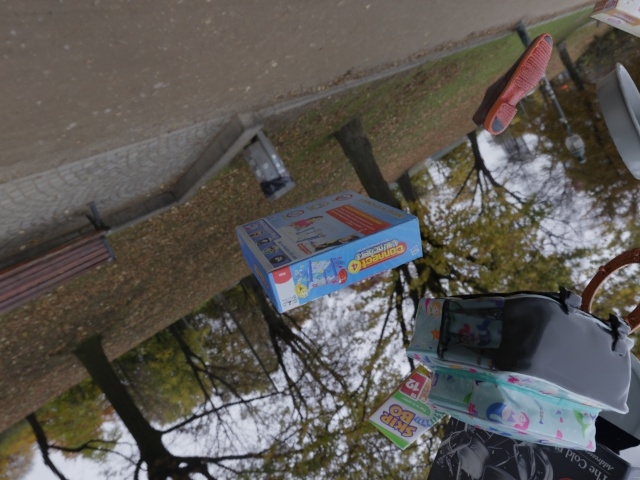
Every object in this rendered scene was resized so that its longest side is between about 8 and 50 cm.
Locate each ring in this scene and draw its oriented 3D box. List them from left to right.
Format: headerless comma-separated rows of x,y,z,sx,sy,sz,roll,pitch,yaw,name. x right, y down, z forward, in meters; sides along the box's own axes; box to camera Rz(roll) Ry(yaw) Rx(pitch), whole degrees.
0.892,0.158,1.226,0.336,0.032,0.336,-59,176,-6,ring

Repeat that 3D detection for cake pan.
0.731,-0.271,0.950,0.054,0.293,0.293,-23,-172,46,cake pan

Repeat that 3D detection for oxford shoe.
0.508,-0.428,1.090,0.271,0.097,0.098,-58,-141,18,oxford shoe

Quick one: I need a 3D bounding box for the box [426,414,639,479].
0.411,0.459,0.771,0.343,0.179,0.312,27,-81,68,box

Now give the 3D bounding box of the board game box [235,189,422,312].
0.000,0.000,0.861,0.302,0.086,0.308,-20,-157,-15,board game box

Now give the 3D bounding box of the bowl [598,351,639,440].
0.629,0.363,0.988,0.298,0.297,0.134,-25,155,31,bowl

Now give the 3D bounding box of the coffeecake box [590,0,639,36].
0.651,-0.521,0.796,0.143,0.185,0.068,14,-167,-12,coffeecake box

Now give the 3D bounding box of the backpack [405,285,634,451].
0.248,0.165,0.564,0.253,0.225,0.191,-6,-117,67,backpack

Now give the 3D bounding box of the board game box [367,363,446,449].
0.232,0.446,1.060,0.259,0.124,0.039,-57,169,31,board game box
